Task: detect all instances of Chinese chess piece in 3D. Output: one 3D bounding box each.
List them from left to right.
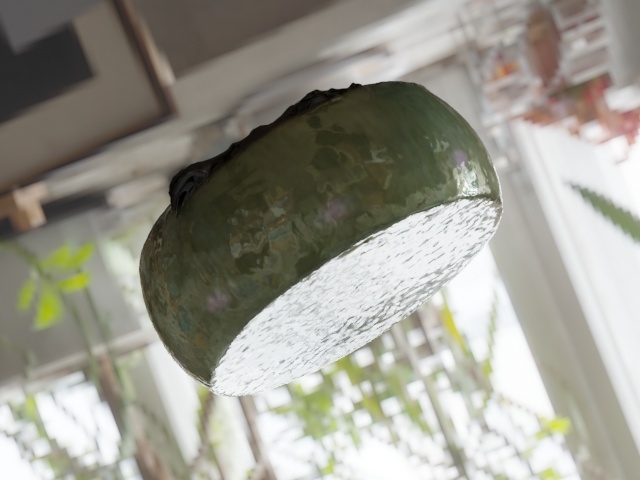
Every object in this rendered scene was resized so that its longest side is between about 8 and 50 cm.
[{"bbox_3d":[0.000,0.000,0.441,0.084,0.034,0.084,-29,161,-11],"label":"Chinese chess piece"}]
